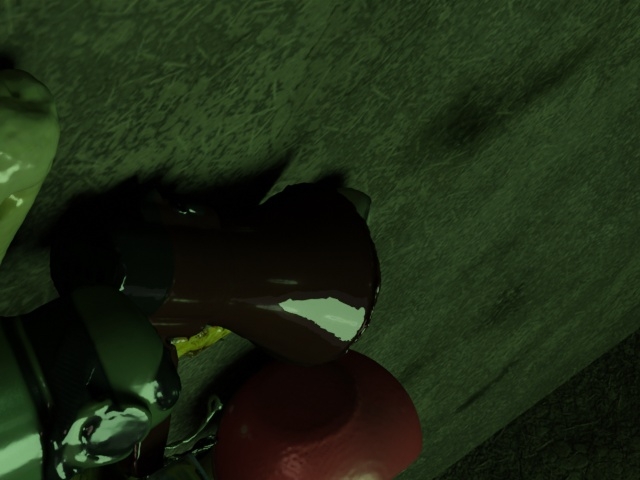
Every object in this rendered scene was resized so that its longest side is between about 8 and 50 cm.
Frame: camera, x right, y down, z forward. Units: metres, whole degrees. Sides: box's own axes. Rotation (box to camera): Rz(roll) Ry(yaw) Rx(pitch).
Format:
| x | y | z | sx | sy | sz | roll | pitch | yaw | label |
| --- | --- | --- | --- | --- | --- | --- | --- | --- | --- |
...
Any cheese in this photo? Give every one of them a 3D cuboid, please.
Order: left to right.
| x | y | z | sx | sy | sz | roll | pitch | yaw | label |
| --- | --- | --- | --- | --- | --- | --- | --- | --- | --- |
| -0.293 | -0.008 | 1.093 | 0.159 | 0.093 | 0.263 | -17 | 151 | -47 | cheese |

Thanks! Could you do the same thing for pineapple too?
| x | y | z | sx | sy | sz | roll | pitch | yaw | label |
| --- | --- | --- | --- | --- | --- | --- | --- | --- | --- |
| -0.154 | 0.093 | 1.651 | 0.137 | 0.069 | 0.116 | -23 | 162 | -20 | pineapple |

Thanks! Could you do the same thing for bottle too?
| x | y | z | sx | sy | sz | roll | pitch | yaw | label |
| --- | --- | --- | --- | --- | --- | --- | --- | --- | --- |
| -0.288 | 0.147 | 1.217 | 0.347 | 0.168 | 0.168 | -21 | 158 | -8 | bottle |

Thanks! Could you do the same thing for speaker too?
| x | y | z | sx | sy | sz | roll | pitch | yaw | label |
| --- | --- | --- | --- | --- | --- | --- | --- | --- | --- |
| -0.129 | 0.067 | 1.457 | 0.329 | 0.198 | 0.259 | -3 | 128 | -49 | speaker |
| -0.010 | 0.283 | 2.025 | 0.294 | 0.294 | 0.294 | -36 | 161 | -14 | speaker |

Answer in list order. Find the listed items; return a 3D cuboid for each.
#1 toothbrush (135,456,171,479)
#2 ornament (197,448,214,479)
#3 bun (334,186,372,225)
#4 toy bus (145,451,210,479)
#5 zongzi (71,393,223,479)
| x | y | z | sx | sy | sz | roll | pitch | yaw | label |
| --- | --- | --- | --- | --- | --- | --- | --- | --- | --- |
| -0.233 | 0.266 | 1.383 | 0.342 | 0.025 | 0.030 | -23 | 131 | -61 | toothbrush |
| -0.151 | 0.373 | 2.272 | 0.245 | 0.061 | 0.230 | -44 | 163 | 6 | ornament |
| 0.000 | 0.000 | 1.688 | 0.138 | 0.094 | 0.138 | 18 | 90 | -88 | bun |
| -0.161 | 0.277 | 1.444 | 0.075 | 0.064 | 0.190 | -24 | 161 | -42 | toy bus |
| -0.308 | 0.316 | 1.556 | 0.418 | 0.181 | 0.447 | -65 | 161 | 0 | zongzi |
